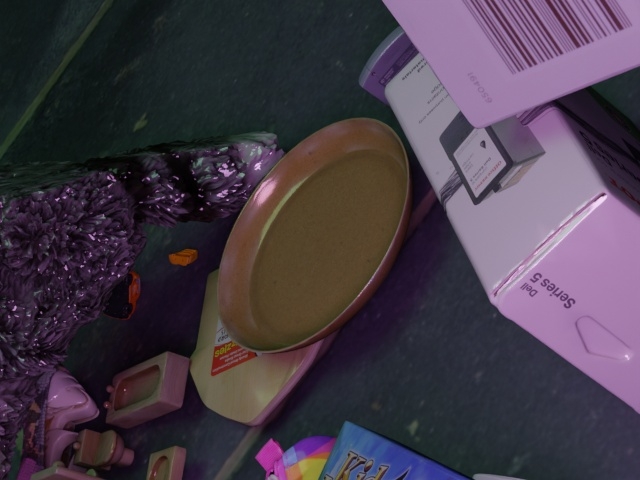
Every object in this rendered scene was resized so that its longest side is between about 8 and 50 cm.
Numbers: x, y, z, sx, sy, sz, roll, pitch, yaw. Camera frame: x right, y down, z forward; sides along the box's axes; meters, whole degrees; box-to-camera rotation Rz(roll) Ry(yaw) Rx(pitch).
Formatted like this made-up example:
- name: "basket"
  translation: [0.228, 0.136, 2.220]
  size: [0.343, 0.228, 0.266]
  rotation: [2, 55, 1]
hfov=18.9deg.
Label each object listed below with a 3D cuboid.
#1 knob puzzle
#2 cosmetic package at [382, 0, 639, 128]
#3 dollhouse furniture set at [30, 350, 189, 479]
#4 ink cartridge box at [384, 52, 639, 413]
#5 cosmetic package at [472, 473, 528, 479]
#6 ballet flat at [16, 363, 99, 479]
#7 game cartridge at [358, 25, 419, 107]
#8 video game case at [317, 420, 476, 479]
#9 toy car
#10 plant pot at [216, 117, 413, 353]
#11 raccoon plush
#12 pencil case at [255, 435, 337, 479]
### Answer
- name: "knob puzzle"
  translation: [-0.046, 0.087, 1.751]
  size: [0.213, 0.030, 0.213]
  rotation: [-31, 41, 32]
- name: "cosmetic package"
  translation: [0.235, -0.293, 1.349]
  size: [0.230, 0.161, 0.453]
  rotation: [-20, 24, 43]
- name: "dollhouse furniture set"
  translation: [-0.206, 0.171, 1.774]
  size: [0.144, 0.123, 0.151]
  rotation: [-26, 50, 54]
- name: "ink cartridge box"
  translation: [0.181, -0.027, 1.406]
  size: [0.115, 0.198, 0.273]
  rotation: [-44, 36, 16]
- name: "cosmetic package"
  translation: [0.120, 0.284, 1.283]
  size: [0.085, 0.117, 0.231]
  rotation: [8, 68, 21]
- name: "ballet flat"
  translation: [-0.262, 0.196, 1.908]
  size: [0.079, 0.077, 0.221]
  rotation: [-16, 54, 21]
- name: "game cartridge"
  translation: [0.076, -0.167, 1.784]
  size: [0.083, 0.056, 0.017]
  rotation: [-48, 42, 12]
- name: "video game case"
  translation: [0.033, 0.258, 1.248]
  size: [0.244, 0.061, 0.269]
  rotation: [-64, 20, -5]
- name: "toy car"
  translation: [-0.170, 0.044, 1.956]
  size: [0.122, 0.060, 0.040]
  rotation: [-10, 9, 28]
- name: "plant pot"
  translation: [0.000, 0.000, 1.710]
  size: [0.236, 0.032, 0.236]
  rotation: [-32, 40, 31]
- name: "raccoon plush"
  translation: [-0.228, 0.081, 1.821]
  size: [0.216, 0.446, 0.299]
  rotation: [-116, 18, -76]
- name: "pencil case"
  translation: [0.014, 0.257, 1.474]
  size: [0.104, 0.104, 0.236]
  rotation: [-43, 37, 20]
